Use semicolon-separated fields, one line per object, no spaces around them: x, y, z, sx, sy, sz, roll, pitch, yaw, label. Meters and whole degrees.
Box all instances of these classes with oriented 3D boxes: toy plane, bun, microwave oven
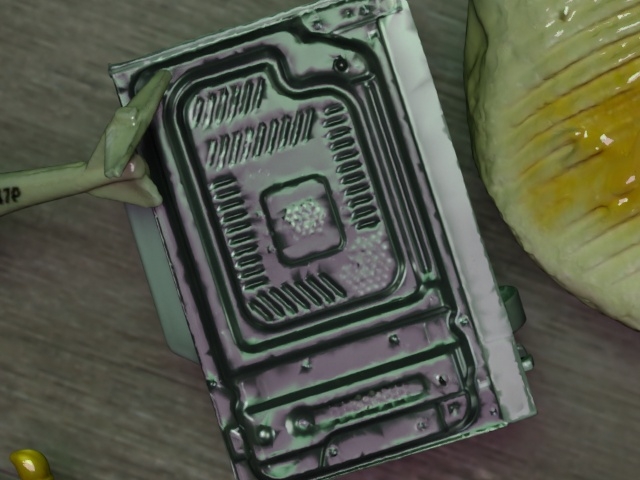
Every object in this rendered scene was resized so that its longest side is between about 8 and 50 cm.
-0.181;-0.014;0.843;0.286;0.092;0.108;-8;130;30;toy plane
0.190;-0.076;0.833;0.244;0.153;0.243;6;111;16;bun
0.000;0.000;0.861;0.162;0.122;0.208;-17;91;2;microwave oven

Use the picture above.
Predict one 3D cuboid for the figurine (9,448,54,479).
-0.200;0.137;0.887;0.156;0.095;0.115;20;102;-4;figurine
